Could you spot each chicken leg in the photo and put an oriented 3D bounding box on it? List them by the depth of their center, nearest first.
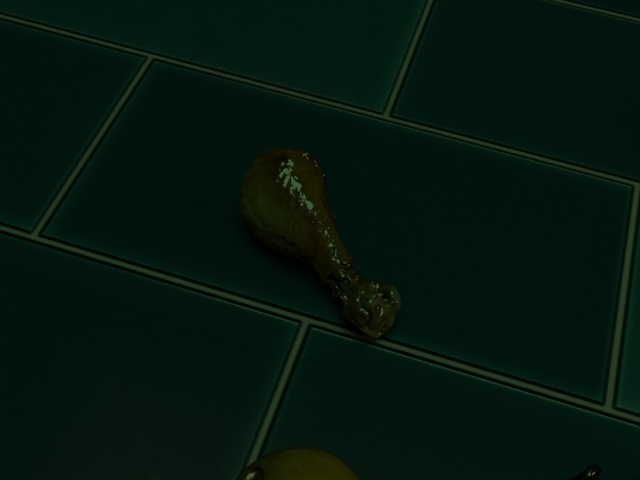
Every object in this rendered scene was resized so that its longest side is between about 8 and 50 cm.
[{"bbox_3d":[-0.003,0.001,1.006,0.087,0.107,0.251,-20,63,-39],"label":"chicken leg"}]

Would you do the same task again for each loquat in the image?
[{"bbox_3d":[-0.024,0.249,0.787,0.141,0.141,0.141,2,53,-3],"label":"loquat"}]

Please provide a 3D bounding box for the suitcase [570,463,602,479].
[{"bbox_3d":[0.129,0.358,0.712,0.335,0.152,0.230,-19,55,-15],"label":"suitcase"}]
